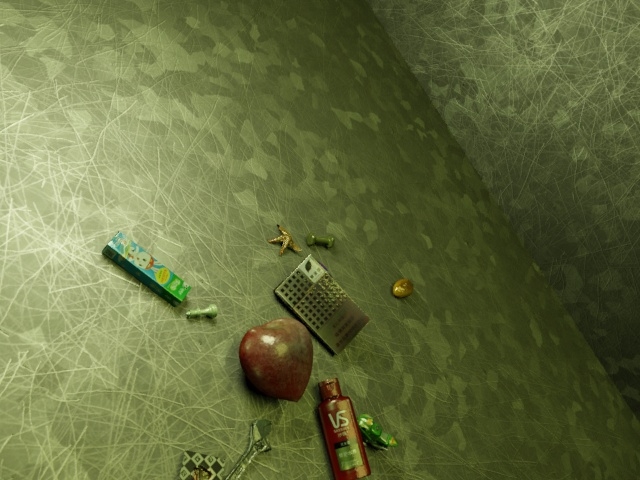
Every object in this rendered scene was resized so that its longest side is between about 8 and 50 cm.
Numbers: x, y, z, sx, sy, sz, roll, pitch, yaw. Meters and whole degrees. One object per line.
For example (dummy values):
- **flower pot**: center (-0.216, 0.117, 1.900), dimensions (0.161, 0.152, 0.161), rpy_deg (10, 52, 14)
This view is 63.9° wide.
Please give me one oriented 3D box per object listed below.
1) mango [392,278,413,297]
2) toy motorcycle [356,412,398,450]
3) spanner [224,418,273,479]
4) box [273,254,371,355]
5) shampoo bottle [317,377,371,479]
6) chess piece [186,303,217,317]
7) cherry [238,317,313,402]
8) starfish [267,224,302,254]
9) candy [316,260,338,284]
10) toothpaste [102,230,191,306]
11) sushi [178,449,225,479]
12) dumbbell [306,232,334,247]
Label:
- **mango**: center (0.351, 0.206, 2.184), dimensions (0.114, 0.057, 0.079), rpy_deg (-21, 83, -38)
- **toy motorcycle**: center (0.164, 0.633, 1.705), dimensions (0.190, 0.106, 0.074), rpy_deg (41, 45, -12)
- **spanner**: center (-0.224, 0.627, 1.424), dimensions (0.093, 0.026, 0.325), rpy_deg (49, 44, -4)
- **box**: center (0.008, 0.228, 1.805), dimensions (0.180, 0.047, 0.325), rpy_deg (-45, 99, -12)
- **shampoo bottle**: center (0.065, 0.603, 1.642), dimensions (0.118, 0.076, 0.314), rpy_deg (-15, 70, -1)
- **chess piece**: center (-0.362, 0.217, 1.555), dimensions (0.093, 0.042, 0.042), rpy_deg (-1, 65, -35)
- **cherry**: center (-0.132, 0.361, 1.560), dimensions (0.239, 0.206, 0.240), rpy_deg (-18, 112, -52)
- **starfish**: center (-0.134, -0.012, 1.900), dimensions (0.133, 0.041, 0.130), rpy_deg (-1, 64, -42)
- **candy**: center (0.028, 0.199, 1.890), dimensions (0.275, 0.070, 0.145), rpy_deg (55, 36, -5)
- **toothpaste**: center (-0.505, 0.085, 1.501), dimensions (0.266, 0.050, 0.065), rpy_deg (42, 41, -14)
- **sushi**: center (-0.318, 0.625, 1.342), dimensions (0.120, 0.026, 0.126), rpy_deg (26, 45, -24)
- **dumbbell**: center (0.000, 0.000, 2.003), dimensions (0.117, 0.052, 0.046), rpy_deg (8, 15, -39)
